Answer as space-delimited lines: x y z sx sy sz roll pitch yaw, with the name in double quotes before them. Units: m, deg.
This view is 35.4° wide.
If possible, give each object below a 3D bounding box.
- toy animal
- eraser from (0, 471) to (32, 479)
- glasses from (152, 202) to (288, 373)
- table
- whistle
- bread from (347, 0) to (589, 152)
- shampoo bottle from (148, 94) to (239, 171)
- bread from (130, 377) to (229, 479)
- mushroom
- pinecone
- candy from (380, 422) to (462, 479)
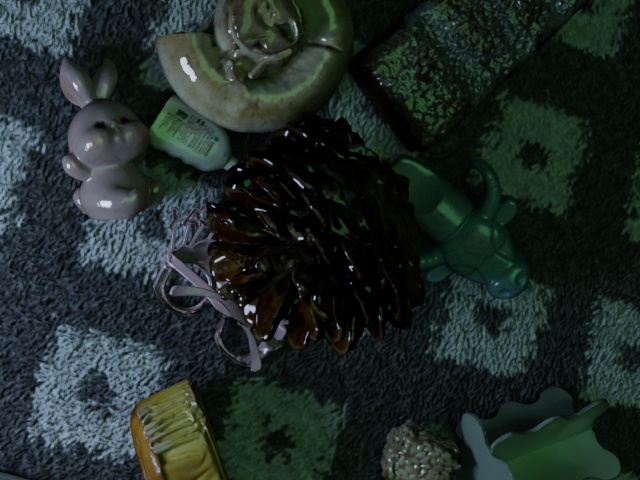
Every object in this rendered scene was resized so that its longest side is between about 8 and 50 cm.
"toy animal" -0.271 -0.132 1.258 0.124 0.124 0.212 -13 99 -14
"eraser" -0.378 0.417 1.268 0.397 0.082 0.213 19 88 -15
"glasses" -0.110 0.058 1.323 0.255 0.095 0.162 43 77 -16
"table" 0.309 0.294 1.421 0.198 0.166 0.166 -15 96 -22
"whistle" 0.198 -0.015 1.405 0.274 0.093 0.186 42 108 -11
"bread" 0.233 -0.315 1.390 0.416 0.113 0.165 -44 100 -9
"shampoo bottle" -0.151 -0.125 1.326 0.152 0.045 0.077 31 82 -13
"bread" -0.179 0.285 1.293 0.114 0.132 0.190 -24 96 -11
"mushroom" -0.062 -0.234 1.271 0.254 0.195 0.189 -34 104 -8
"pinecone" -0.006 0.004 1.231 0.296 0.242 0.298 -27 81 -46
"candy" 0.144 0.309 1.408 0.110 0.085 0.095 16 94 -5
